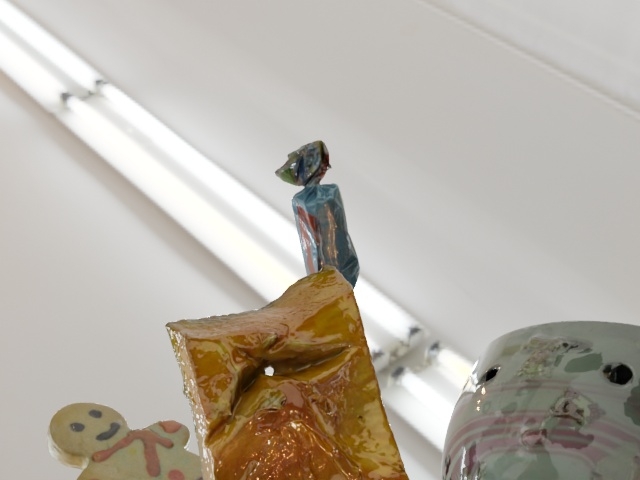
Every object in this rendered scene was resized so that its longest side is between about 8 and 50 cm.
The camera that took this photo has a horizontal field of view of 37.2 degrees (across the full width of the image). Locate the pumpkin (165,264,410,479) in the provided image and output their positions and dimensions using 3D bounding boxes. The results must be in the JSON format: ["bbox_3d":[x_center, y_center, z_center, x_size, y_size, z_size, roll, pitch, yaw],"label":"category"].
[{"bbox_3d":[-0.006,0.057,0.315,0.073,0.035,0.101,-10,-107,-31],"label":"pumpkin"}]

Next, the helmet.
[{"bbox_3d":[0.126,0.131,0.463,0.153,0.176,0.107,-8,-172,32],"label":"helmet"}]

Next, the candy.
[{"bbox_3d":[0.000,0.000,0.393,0.030,0.083,0.020,-23,-157,-34],"label":"candy"}]

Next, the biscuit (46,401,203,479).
[{"bbox_3d":[-0.174,0.228,0.942,0.234,0.030,0.153,28,-152,24],"label":"biscuit"}]
